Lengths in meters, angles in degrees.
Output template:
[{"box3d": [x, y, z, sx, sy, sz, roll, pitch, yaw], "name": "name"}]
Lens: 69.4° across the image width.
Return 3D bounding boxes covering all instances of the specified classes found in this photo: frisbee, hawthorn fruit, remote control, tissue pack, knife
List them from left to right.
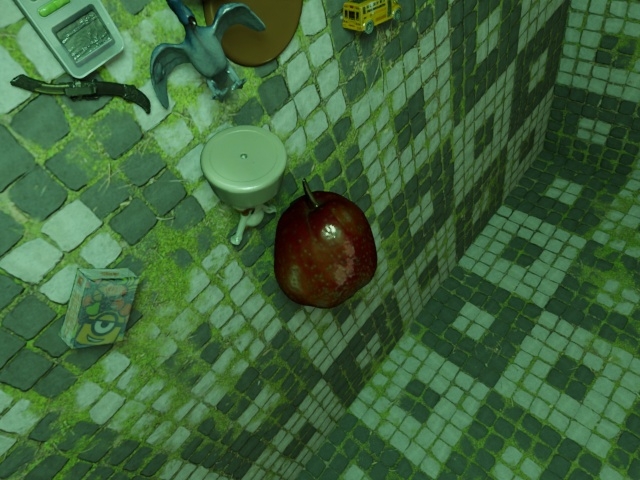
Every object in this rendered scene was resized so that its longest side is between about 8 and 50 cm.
[{"box3d": [-0.373, -0.352, 0.626, 0.103, 0.034, 0.250, -46, 146, -21], "name": "remote control"}, {"box3d": [-0.366, -0.240, 0.737, 0.222, 0.021, 0.046, -5, 122, -53], "name": "knife"}, {"box3d": [-0.431, 0.128, 0.903, 0.108, 0.060, 0.148, 2, 112, -55], "name": "tissue pack"}, {"box3d": [-0.121, -0.466, 0.897, 0.250, 0.021, 0.251, -33, 140, -34], "name": "frisbee"}, {"box3d": [0.000, 0.000, 1.216, 0.284, 0.284, 0.369, -38, 133, -30], "name": "hawthorn fruit"}]

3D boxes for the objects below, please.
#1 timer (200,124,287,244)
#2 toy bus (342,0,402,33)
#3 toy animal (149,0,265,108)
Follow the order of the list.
[{"box3d": [-0.161, -0.103, 1.038, 0.175, 0.175, 0.266, -43, 160, -24], "name": "timer"}, {"box3d": [0.127, -0.558, 1.116, 0.162, 0.069, 0.074, -37, 139, -30], "name": "toy bus"}, {"box3d": [-0.194, -0.331, 0.790, 0.239, 0.255, 0.176, -33, 105, -6], "name": "toy animal"}]
